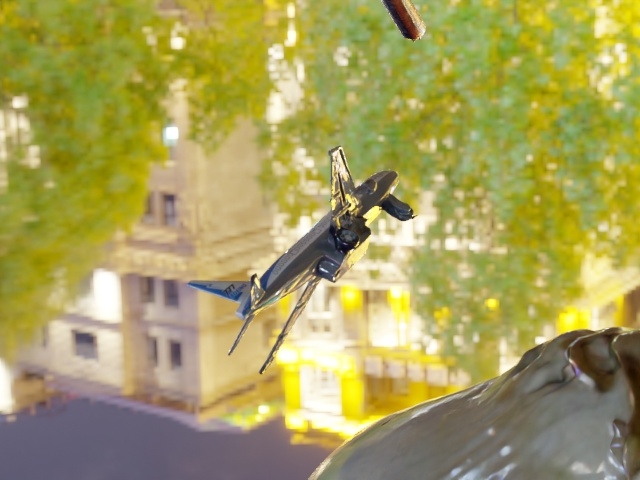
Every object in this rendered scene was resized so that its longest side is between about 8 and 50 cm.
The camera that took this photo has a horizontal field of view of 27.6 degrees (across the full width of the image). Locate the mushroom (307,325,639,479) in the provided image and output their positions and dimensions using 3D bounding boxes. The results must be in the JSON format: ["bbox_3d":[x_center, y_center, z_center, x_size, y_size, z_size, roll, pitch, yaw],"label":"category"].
[{"bbox_3d":[0.064,0.134,0.507,0.177,0.126,0.397,3,156,1],"label":"mushroom"}]

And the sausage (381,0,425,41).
[{"bbox_3d":[0.056,-0.232,1.136,0.025,0.028,0.198,14,160,29],"label":"sausage"}]

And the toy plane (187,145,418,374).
[{"bbox_3d":[0.002,0.003,0.954,0.058,0.226,0.226,39,-135,22],"label":"toy plane"}]
